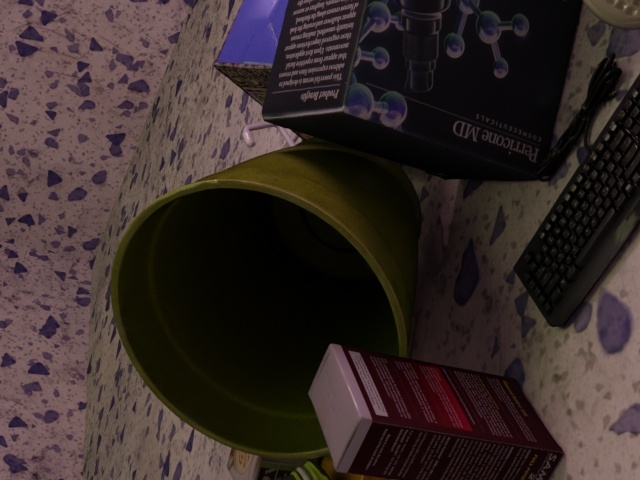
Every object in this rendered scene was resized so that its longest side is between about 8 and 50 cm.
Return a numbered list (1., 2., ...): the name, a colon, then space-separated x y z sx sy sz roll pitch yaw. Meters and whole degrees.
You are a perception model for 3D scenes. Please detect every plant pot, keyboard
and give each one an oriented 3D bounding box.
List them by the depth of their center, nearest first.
1. keyboard: 0.296 -0.080 1.045 0.317 0.033 0.201 -62 25 29
2. plant pot: -0.023 0.030 1.260 0.366 0.366 0.353 -62 -5 31

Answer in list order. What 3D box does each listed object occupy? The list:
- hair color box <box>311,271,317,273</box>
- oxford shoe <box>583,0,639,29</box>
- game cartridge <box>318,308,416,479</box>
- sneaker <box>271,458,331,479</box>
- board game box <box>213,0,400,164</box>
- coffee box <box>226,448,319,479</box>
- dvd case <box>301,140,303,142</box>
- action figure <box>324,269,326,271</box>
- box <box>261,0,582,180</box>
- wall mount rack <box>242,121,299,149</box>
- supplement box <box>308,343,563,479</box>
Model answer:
1. hair color box: -0.006 0.069 1.564 0.167 0.093 0.053 -165 82 -67
2. oxford shoe: 0.339 -0.430 1.047 0.130 0.169 0.449 41 -134 -68
3. game cartridge: 0.032 0.262 1.454 0.285 0.053 0.323 -9 67 67
4. sneaker: -0.054 0.451 1.380 0.111 0.121 0.300 -140 46 -58
5. board game box: 0.026 -0.272 1.384 0.141 0.291 0.232 13 76 40
6. coffee box: -0.054 0.265 1.472 0.141 0.098 0.246 -143 68 -67
7. dvd case: 0.017 -0.171 1.630 0.239 0.030 0.179 -16 53 65
8. action figure: 0.000 0.000 1.595 0.063 0.137 0.232 61 156 -12
9. box: 0.138 -0.298 1.181 0.212 0.294 0.395 9 86 61
10. wall mount rack: -0.081 -0.044 1.839 0.304 0.130 0.350 58 141 16
11. supplement box: 0.119 0.191 1.023 0.130 0.239 0.073 -114 42 -58
